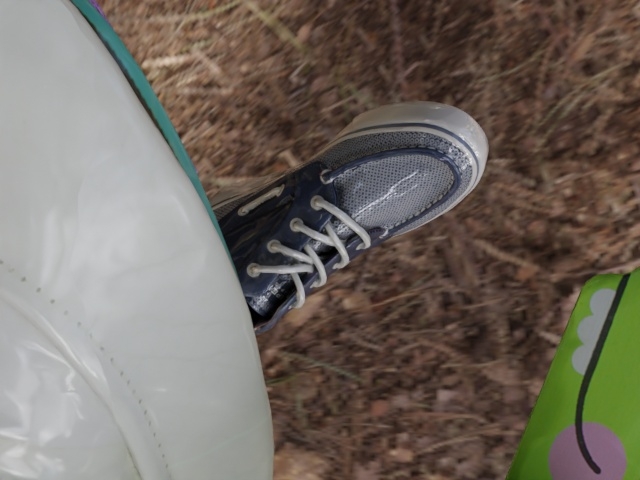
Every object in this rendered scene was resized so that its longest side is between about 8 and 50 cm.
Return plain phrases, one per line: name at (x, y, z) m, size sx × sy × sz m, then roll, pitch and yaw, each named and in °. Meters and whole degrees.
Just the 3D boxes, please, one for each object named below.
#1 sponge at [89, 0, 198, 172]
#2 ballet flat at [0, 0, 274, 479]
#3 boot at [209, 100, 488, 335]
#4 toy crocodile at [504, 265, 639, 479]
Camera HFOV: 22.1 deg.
sponge at (-0.179, -0.105, 1.023) m, size 0.117 × 0.031 × 0.210 m, roll -28°, pitch 96°, yaw 19°
ballet flat at (-0.085, 0.095, 0.556) m, size 0.139 × 0.139 × 0.400 m, roll -26°, pitch 132°, yaw -16°
boot at (0.000, 0.000, 0.820) m, size 0.069 × 0.190 × 0.086 m, roll 43°, pitch 45°, yaw -23°
toy crocodile at (0.047, 0.166, 0.451) m, size 0.105 × 0.115 × 0.341 m, roll 21°, pitch 80°, yaw 17°
